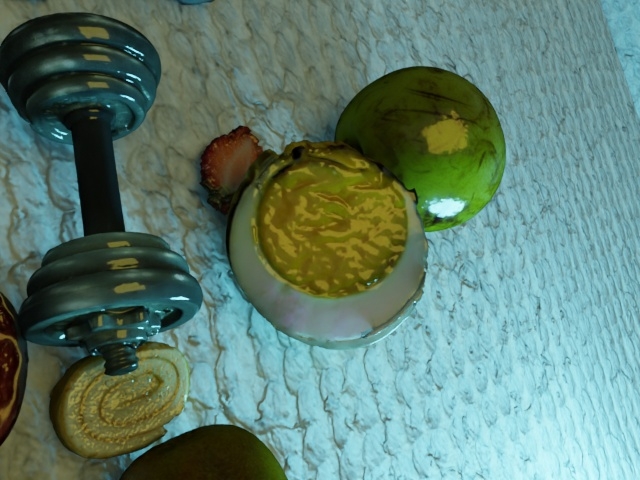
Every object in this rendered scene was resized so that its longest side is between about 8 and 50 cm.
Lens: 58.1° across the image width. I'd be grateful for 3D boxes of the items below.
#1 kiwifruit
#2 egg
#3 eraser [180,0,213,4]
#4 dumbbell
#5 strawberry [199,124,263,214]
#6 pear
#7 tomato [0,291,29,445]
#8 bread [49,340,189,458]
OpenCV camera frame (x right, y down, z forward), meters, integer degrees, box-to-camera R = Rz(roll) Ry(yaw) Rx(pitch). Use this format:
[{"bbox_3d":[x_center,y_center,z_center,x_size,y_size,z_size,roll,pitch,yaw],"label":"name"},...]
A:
[{"bbox_3d":[-0.116,0.323,0.621,0.195,0.195,0.234,-17,93,-41],"label":"kiwifruit"},{"bbox_3d":[-0.001,0.005,0.827,0.286,0.174,0.265,29,84,-13],"label":"egg"},{"bbox_3d":[-0.216,-0.476,0.809,0.174,0.081,0.227,18,57,-79],"label":"eraser"},{"bbox_3d":[-0.237,-0.061,0.615,0.179,0.179,0.407,1,68,-39],"label":"dumbbell"},{"bbox_3d":[-0.127,-0.099,0.832,0.103,0.048,0.152,36,48,-19],"label":"strawberry"},{"bbox_3d":[0.156,-0.144,0.944,0.283,0.283,0.284,13,69,-37],"label":"pear"},{"bbox_3d":[-0.364,0.117,0.547,0.166,0.082,0.174,31,62,-28],"label":"tomato"},{"bbox_3d":[-0.226,0.181,0.654,0.149,0.073,0.122,-9,88,-39],"label":"bread"}]
